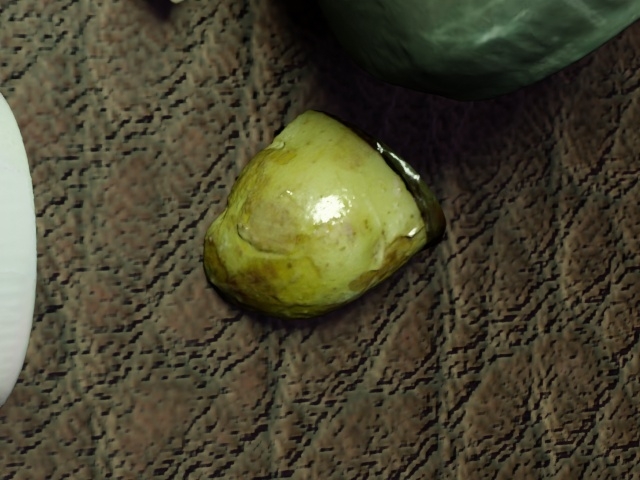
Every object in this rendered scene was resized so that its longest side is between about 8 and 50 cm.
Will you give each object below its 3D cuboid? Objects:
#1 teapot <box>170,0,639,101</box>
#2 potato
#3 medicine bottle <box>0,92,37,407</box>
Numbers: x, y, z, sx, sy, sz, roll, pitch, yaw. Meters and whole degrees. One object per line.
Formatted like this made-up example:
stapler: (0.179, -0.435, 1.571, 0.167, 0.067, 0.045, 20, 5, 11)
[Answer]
teapot: (0.010, -0.241, 0.860, 0.300, 0.253, 0.344, -38, 107, 14)
potato: (0.000, 0.000, 0.957, 0.103, 0.066, 0.096, -46, 110, -14)
medicine bottle: (-0.265, 0.006, 0.758, 0.273, 0.165, 0.165, -3, 96, -29)
